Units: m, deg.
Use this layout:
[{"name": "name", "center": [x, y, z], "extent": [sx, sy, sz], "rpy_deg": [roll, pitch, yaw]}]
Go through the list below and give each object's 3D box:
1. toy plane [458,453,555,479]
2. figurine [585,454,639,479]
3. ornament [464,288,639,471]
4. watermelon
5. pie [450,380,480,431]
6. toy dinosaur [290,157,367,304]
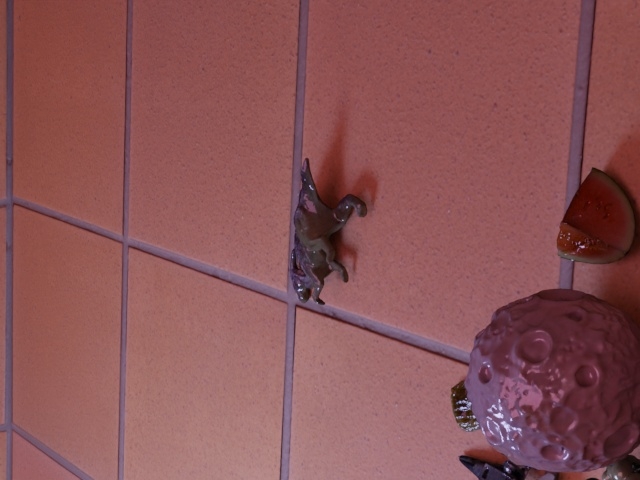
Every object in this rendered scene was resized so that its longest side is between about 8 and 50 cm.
[{"name": "toy plane", "center": [0.275, 0.370, 1.776], "extent": [0.234, 0.082, 0.160], "rpy_deg": [21, 84, 48]}, {"name": "figurine", "center": [0.421, 0.377, 1.577], "extent": [0.147, 0.093, 0.197], "rpy_deg": [31, 119, 40]}, {"name": "ornament", "center": [0.323, 0.182, 1.548], "extent": [0.259, 0.259, 0.225], "rpy_deg": [13, 108, 51]}, {"name": "watermelon", "center": [0.369, -0.034, 1.601], "extent": [0.125, 0.094, 0.135], "rpy_deg": [-3, 87, 60]}, {"name": "pie", "center": [0.238, 0.268, 1.858], "extent": [0.084, 0.020, 0.084], "rpy_deg": [7, 99, 52]}, {"name": "toy dinosaur", "center": [-0.006, 0.002, 2.094], "extent": [0.162, 0.077, 0.294], "rpy_deg": [40, 124, 43]}]
